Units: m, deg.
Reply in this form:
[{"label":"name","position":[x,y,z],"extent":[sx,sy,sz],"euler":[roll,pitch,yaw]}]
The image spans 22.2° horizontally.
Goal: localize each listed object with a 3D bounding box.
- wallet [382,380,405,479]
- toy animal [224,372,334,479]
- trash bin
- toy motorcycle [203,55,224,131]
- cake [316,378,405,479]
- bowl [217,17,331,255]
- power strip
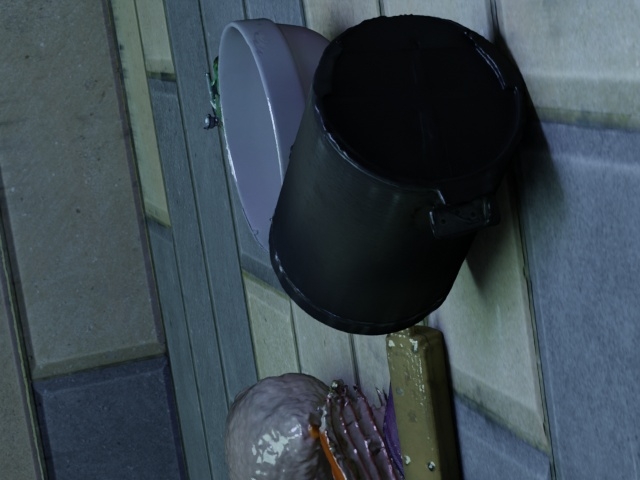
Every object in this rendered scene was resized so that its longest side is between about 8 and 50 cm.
[{"label":"wallet","position":[0.107,0.224,1.972],"extent":[0.166,0.030,0.111],"euler":[94,160,-43]},{"label":"toy animal","position":[-0.038,0.299,2.259],"extent":[0.358,0.188,0.227],"euler":[130,128,-78]},{"label":"trash bin","position":[0.066,-0.062,1.575],"extent":[0.252,0.203,0.301],"euler":[62,160,21]},{"label":"toy motorcycle","position":[-0.138,-0.218,2.526],"extent":[0.190,0.074,0.106],"euler":[-125,38,-60]},{"label":"cake","position":[0.059,0.318,2.089],"extent":[0.135,0.098,0.287],"euler":[138,120,-73]},{"label":"bowl","position":[-0.021,-0.133,1.979],"extent":[0.287,0.143,0.287],"euler":[170,90,-75]},{"label":"power strip","position":[0.122,0.221,1.863],"extent":[0.064,0.044,0.305],"euler":[6,109,49]}]
